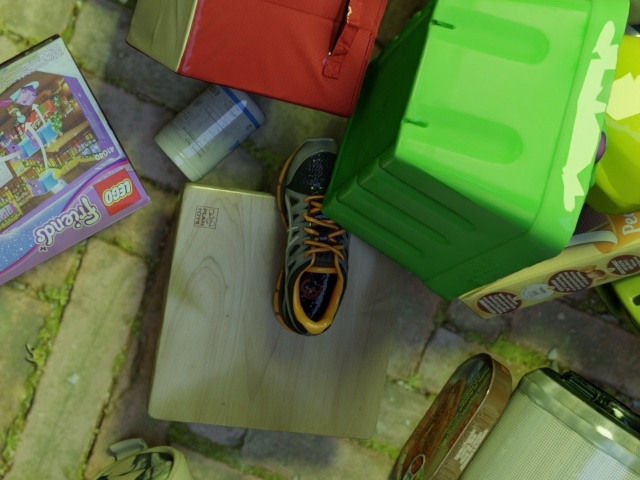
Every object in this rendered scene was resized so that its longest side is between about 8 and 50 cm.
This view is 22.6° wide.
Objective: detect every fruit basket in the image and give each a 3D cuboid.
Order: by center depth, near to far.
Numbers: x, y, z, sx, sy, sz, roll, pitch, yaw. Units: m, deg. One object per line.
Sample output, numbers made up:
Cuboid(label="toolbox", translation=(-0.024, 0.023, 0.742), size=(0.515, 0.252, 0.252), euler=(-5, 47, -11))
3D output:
Cuboid(label="fruit basket", translation=(0.225, -0.087, 1.544), size=(0.392, 0.392, 0.283), euler=(20, 77, -17))

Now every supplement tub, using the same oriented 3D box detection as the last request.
Cuboid(label="supplement tub", translation=(-0.118, -0.120, 1.712), size=(0.107, 0.071, 0.071), euler=(-42, 108, -1))

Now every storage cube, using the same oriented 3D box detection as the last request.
Cuboid(label="storage cube", translation=(-0.063, -0.245, 1.609), size=(0.193, 0.215, 0.183), euler=(12, 102, -27))

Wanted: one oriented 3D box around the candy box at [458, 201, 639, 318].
Cuboid(label="candy box", translation=(0.288, -0.052, 1.705), size=(0.316, 0.087, 0.183), euler=(-18, 64, 18))

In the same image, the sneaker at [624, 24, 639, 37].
Cuboid(label="sneaker", translation=(0.374, -0.219, 1.783), size=(0.350, 0.131, 0.148), euler=(-13, 104, 0))

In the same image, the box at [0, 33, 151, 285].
Cuboid(label="box", translation=(-0.353, -0.059, 1.675), size=(0.293, 0.057, 0.201), euler=(-29, 106, -6))

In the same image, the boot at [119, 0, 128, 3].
Cuboid(label="boot", translation=(-0.241, -0.311, 1.648), size=(0.158, 0.059, 0.084), euler=(35, 97, -19))

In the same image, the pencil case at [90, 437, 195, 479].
Cuboid(label="pencil case", translation=(-0.113, 0.409, 1.781), size=(0.160, 0.183, 0.410), euler=(-33, 107, 15))

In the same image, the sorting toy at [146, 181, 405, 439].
Cuboid(label="sorting toy", translation=(-0.051, 0.073, 1.761), size=(0.255, 0.089, 0.257), euler=(8, 100, -15))

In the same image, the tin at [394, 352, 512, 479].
Cuboid(label="tin", translation=(0.152, 0.217, 1.831), size=(0.040, 0.106, 0.189), euler=(33, 94, -15))

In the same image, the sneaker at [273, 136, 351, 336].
Cuboid(label="sneaker", translation=(0.000, 0.000, 1.667), size=(0.084, 0.083, 0.215), euler=(0, 100, -12))

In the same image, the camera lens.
Cuboid(label="camera lens", translation=(0.265, 0.299, 1.818), size=(0.219, 0.219, 0.274), euler=(33, 93, -18))

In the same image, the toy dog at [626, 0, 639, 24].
Cuboid(label="toy dog", translation=(0.260, -0.323, 1.513), size=(0.395, 0.408, 0.284), euler=(14, 82, 4))

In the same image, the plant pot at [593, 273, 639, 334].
Cuboid(label="plant pot", translation=(0.428, 0.034, 1.780), size=(0.228, 0.207, 0.227), euler=(-47, 152, 1))
